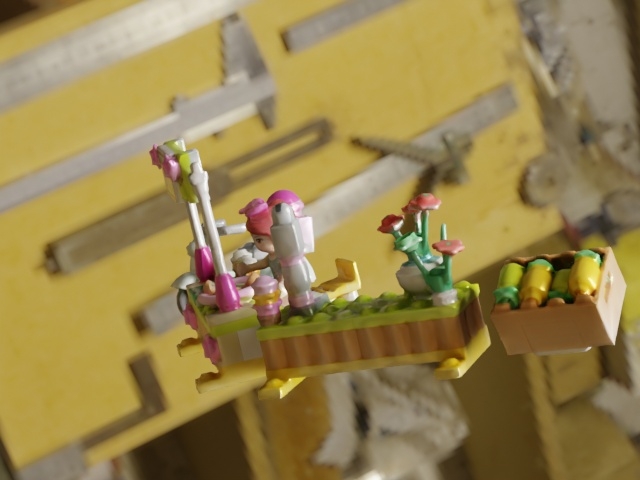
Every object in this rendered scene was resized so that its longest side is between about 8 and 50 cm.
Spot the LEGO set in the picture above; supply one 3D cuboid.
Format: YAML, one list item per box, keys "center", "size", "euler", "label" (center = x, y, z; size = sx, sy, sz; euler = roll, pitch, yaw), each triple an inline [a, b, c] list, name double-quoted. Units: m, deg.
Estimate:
- center: [0.000, 0.000, 0.816]
  size: [0.287, 0.132, 0.107]
  euler: [3, -71, 58]
  label: "LEGO set"
